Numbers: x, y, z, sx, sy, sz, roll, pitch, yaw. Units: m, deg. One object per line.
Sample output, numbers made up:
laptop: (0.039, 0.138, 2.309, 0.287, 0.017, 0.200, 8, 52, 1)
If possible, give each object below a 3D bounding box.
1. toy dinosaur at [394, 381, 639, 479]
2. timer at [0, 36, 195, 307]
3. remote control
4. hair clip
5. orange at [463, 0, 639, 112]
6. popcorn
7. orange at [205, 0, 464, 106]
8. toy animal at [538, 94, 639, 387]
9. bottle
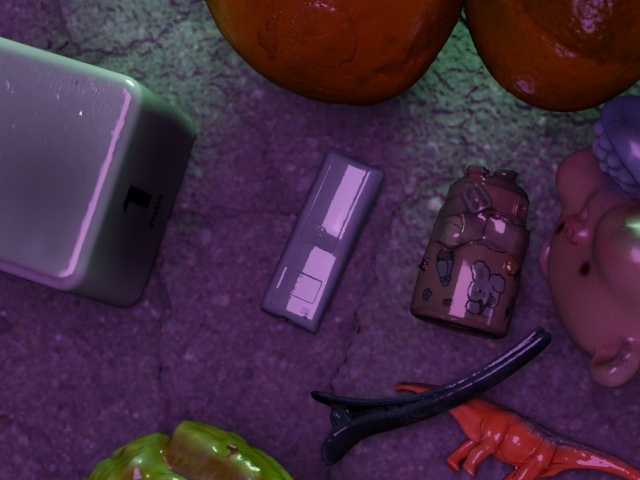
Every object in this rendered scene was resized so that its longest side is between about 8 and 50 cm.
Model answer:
toy dinosaur: (0.182, 0.195, 1.749, 0.279, 0.055, 0.101, 34, 85, 13)
timer: (-0.246, -0.061, 1.795, 0.192, 0.195, 0.194, 18, 88, 13)
remote control: (0.000, 0.000, 1.822, 0.061, 0.029, 0.162, 23, 88, 15)
hair clip: (0.100, 0.133, 1.757, 0.229, 0.039, 0.070, -20, 60, 18)
orange: (0.216, -0.227, 1.667, 0.171, 0.240, 0.240, 24, 88, -16)
popcorn: (-0.107, 0.291, 1.704, 0.282, 0.247, 0.282, -2, 71, 5)
orange: (0.013, -0.237, 1.742, 0.240, 0.240, 0.240, -1, 83, 11)
toy animal: (0.310, -0.002, 1.685, 0.221, 0.210, 0.230, 6, 113, -14)
bottle: (0.137, 0.004, 1.762, 0.099, 0.099, 0.152, 14, 85, 13)
